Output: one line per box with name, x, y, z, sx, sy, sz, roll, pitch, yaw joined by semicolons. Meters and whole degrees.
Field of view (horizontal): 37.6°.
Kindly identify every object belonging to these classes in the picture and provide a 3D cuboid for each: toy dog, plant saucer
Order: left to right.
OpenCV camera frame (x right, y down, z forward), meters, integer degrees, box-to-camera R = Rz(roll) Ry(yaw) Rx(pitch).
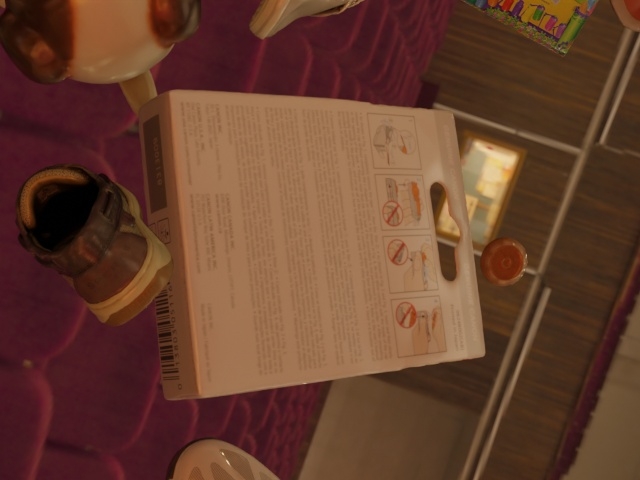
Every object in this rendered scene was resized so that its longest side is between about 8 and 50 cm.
toy dog;-0.296;-0.313;1.176;0.408;0.285;0.395;-127;-150;-68
plant saucer;0.309;0.036;1.570;0.015;0.083;0.083;-147;-105;-77

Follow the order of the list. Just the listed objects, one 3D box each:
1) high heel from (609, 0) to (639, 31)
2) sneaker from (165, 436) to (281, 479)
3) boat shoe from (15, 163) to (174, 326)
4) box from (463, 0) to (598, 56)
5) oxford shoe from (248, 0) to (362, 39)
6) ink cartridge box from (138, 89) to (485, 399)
high heel;0.509;-0.397;1.395;0.127;0.377;0.181;-23;-116;35
sneaker;-0.012;0.405;1.159;0.169;0.447;0.257;-33;168;-31
boat shoe;-0.167;-0.019;0.635;0.080;0.073;0.223;-41;-146;-9
box;0.361;-0.522;1.645;0.279;0.290;0.177;-60;-145;17
oxford shoe;0.043;-0.426;1.457;0.169;0.130;0.449;-37;-170;47
ink cartridge box;0.000;0.000;1.044;0.091;0.385;0.308;-16;-102;54
